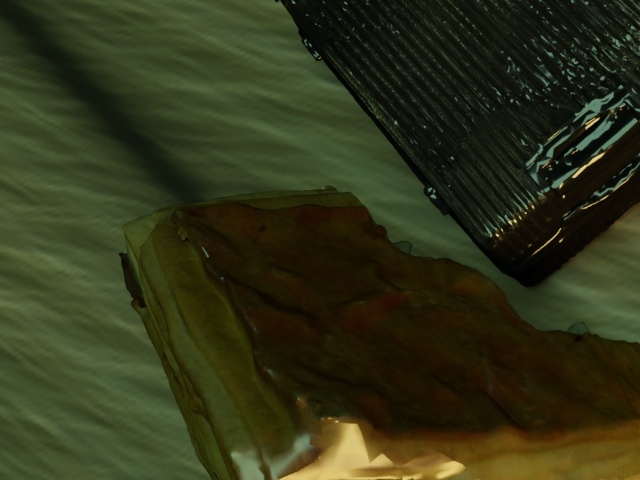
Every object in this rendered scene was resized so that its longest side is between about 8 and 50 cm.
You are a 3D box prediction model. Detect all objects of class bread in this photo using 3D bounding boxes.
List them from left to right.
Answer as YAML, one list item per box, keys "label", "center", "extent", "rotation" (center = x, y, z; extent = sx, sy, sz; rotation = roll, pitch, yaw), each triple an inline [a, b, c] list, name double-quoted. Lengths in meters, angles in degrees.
- label: "bread"
  center: [0.056, 0.113, 0.909]
  extent: [0.314, 0.370, 0.191]
  rotation: [56, 137, 47]

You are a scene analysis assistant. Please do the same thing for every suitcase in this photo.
- label: "suitcase"
  center: [0.140, -0.155, 1.040]
  extent: [0.230, 0.152, 0.335]
  rotation: [-41, 65, 8]

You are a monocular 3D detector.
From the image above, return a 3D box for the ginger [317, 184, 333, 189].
- label: "ginger"
  center: [-0.001, 0.001, 1.113]
  extent: [0.048, 0.030, 0.097]
  rotation: [-5, 72, -8]
